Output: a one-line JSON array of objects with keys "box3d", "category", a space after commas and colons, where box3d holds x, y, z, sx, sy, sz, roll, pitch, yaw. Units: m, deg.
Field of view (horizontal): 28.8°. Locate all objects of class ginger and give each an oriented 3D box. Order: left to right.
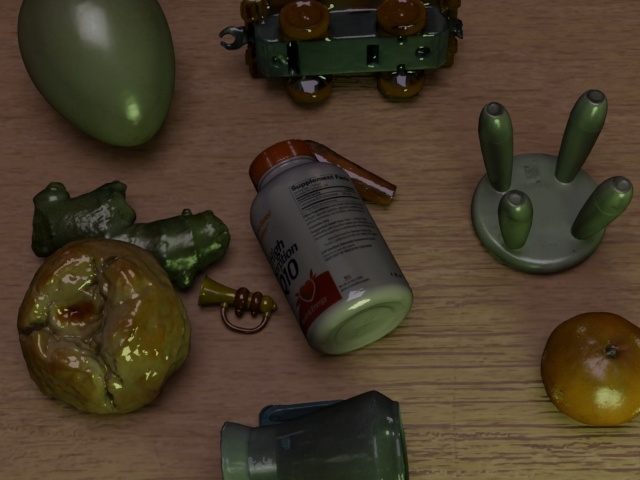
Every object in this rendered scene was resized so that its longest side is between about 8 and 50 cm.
[{"box3d": [-0.275, -0.014, 1.767, 0.290, 0.089, 0.137, 16, 55, 11], "category": "ginger"}]

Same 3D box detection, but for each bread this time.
[{"box3d": [-0.290, 0.111, 1.647, 0.244, 0.134, 0.244, -1, 80, 8], "category": "bread"}]

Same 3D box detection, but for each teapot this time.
[{"box3d": [-0.004, 0.273, 1.579, 0.225, 0.171, 0.203, -6, 30, 5], "category": "teapot"}]

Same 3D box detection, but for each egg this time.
[{"box3d": [-0.320, -0.273, 1.834, 0.218, 0.218, 0.295, -27, 78, -13], "category": "egg"}]

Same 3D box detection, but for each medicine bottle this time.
[{"box3d": [0.000, 0.000, 1.714, 0.157, 0.157, 0.289, -22, 63, -11], "category": "medicine bottle"}]

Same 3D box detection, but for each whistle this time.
[{"box3d": [-0.117, 0.089, 1.735, 0.109, 0.046, 0.057, 18, 49, 4], "category": "whistle"}]

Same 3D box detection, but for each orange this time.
[{"box3d": [0.368, 0.166, 1.638, 0.156, 0.124, 0.156, -2, 63, 4], "category": "orange"}]

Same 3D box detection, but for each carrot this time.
[{"box3d": [0.034, -0.096, 1.827, 0.161, 0.055, 0.055, 28, 66, 8], "category": "carrot"}]

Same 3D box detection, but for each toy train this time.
[{"box3d": [0.030, -0.341, 1.900, 0.369, 0.163, 0.232, -3, 53, 0], "category": "toy train"}]

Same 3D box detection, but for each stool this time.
[{"box3d": [0.317, -0.081, 1.731, 0.195, 0.199, 0.195, -6, 61, -4], "category": "stool"}]
